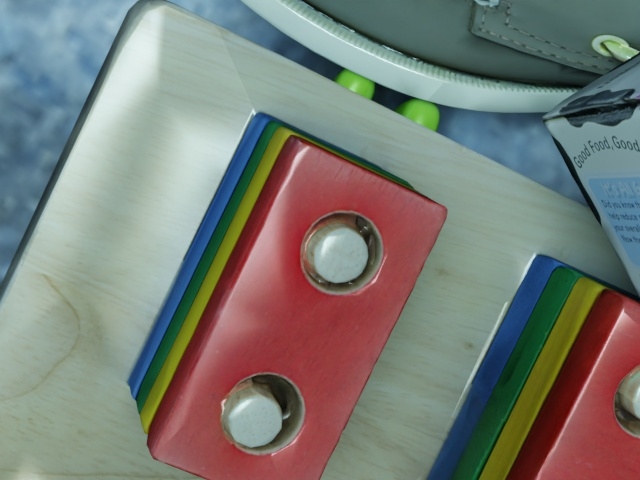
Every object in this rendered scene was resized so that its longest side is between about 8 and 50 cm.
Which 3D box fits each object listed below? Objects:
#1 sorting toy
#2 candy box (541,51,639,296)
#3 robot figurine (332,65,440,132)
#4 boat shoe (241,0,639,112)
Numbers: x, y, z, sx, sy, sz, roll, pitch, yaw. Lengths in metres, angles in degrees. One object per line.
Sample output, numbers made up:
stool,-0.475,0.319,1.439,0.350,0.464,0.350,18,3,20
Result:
sorting toy,0.013,0.100,0.417,0.257,0.089,0.255,24,95,-17
candy box,0.186,0.026,0.363,0.159,0.071,0.233,-33,98,-11
robot figurine,0.000,0.000,0.477,0.101,0.067,0.115,26,90,-7
boat shoe,0.107,-0.091,0.450,0.305,0.091,0.109,17,59,-2
